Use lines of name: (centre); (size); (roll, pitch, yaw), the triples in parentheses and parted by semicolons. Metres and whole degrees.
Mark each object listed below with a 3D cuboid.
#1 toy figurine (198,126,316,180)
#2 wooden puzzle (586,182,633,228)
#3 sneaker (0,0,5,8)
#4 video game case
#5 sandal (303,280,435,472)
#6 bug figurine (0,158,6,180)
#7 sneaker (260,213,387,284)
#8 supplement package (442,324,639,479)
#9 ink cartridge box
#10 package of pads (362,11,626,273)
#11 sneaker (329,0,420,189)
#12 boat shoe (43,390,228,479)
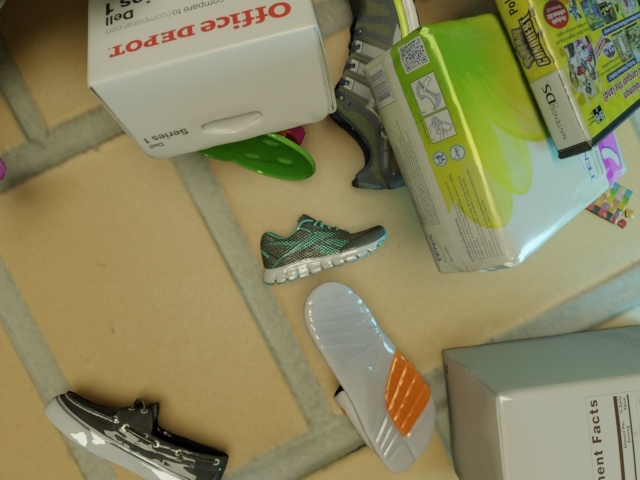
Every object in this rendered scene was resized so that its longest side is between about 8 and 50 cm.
toy figurine: (-0.067, -0.175, 0.569); (0.173, 0.130, 0.159); (11, 76, 21)
wooden puzzle: (0.385, -0.054, 0.627); (0.083, 0.006, 0.049); (27, 90, -3)
sneaker: (-0.330, -0.254, 0.462); (0.447, 0.169, 0.258); (35, 126, 27)
video game case: (0.270, -0.244, 0.491); (0.274, 0.035, 0.248); (-32, 98, -36)
sandal: (0.053, 0.160, 0.581); (0.102, 0.076, 0.265); (-36, 105, -25)
bug figurine: (-0.437, -0.118, 0.485); (0.216, 0.072, 0.279); (3, 127, 23)
sneaker: (0.000, 0.000, 0.584); (0.166, 0.065, 0.076); (-17, 88, -4)
supplement package: (0.316, 0.214, 0.544); (0.292, 0.177, 0.175); (-6, 92, -2)
ink cartridge box: (-0.112, -0.246, 0.476); (0.201, 0.117, 0.278); (-13, 67, 4)
package of pads: (0.201, -0.116, 0.502); (0.296, 0.101, 0.229); (-27, 98, -35)
sneaker: (0.060, -0.199, 0.562); (0.121, 0.111, 0.300); (-15, 90, 2)
boat shoe: (-0.216, 0.236, 0.574); (0.228, 0.080, 0.076); (31, 72, 0)
